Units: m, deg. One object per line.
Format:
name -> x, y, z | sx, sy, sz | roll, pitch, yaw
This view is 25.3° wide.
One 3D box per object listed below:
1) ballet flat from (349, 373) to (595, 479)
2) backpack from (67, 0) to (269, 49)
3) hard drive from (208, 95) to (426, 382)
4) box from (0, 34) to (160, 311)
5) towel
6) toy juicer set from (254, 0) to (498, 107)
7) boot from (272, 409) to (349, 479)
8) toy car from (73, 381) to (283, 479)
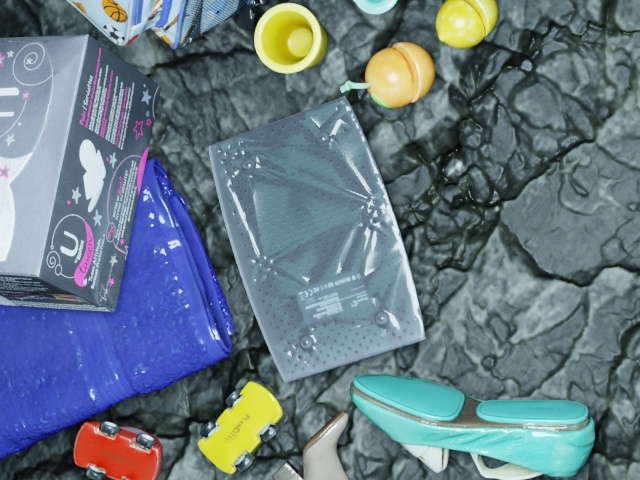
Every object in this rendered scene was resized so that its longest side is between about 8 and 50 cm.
ballet flat -> 0.143, 0.192, 1.400 | 0.247, 0.083, 0.087 | 7, 108, 17
backpack -> -0.169, -0.338, 1.356 | 0.276, 0.213, 0.263 | 40, 141, 10
hard drive -> 0.000, 0.000, 1.442 | 0.172, 0.054, 0.254 | -19, 87, 16
box -> -0.283, -0.067, 1.427 | 0.163, 0.142, 0.247 | 2, 73, 26
towel -> -0.252, 0.077, 1.510 | 0.308, 0.076, 0.227 | -25, 74, 16
toy juicer set -> 0.087, -0.284, 1.386 | 0.209, 0.089, 0.329 | 28, 99, 13
boot -> 0.011, 0.242, 1.461 | 0.087, 0.042, 0.118 | 46, 104, 3
toy car -> -0.124, 0.273, 1.491 | 0.239, 0.053, 0.224 | -16, 88, 17
